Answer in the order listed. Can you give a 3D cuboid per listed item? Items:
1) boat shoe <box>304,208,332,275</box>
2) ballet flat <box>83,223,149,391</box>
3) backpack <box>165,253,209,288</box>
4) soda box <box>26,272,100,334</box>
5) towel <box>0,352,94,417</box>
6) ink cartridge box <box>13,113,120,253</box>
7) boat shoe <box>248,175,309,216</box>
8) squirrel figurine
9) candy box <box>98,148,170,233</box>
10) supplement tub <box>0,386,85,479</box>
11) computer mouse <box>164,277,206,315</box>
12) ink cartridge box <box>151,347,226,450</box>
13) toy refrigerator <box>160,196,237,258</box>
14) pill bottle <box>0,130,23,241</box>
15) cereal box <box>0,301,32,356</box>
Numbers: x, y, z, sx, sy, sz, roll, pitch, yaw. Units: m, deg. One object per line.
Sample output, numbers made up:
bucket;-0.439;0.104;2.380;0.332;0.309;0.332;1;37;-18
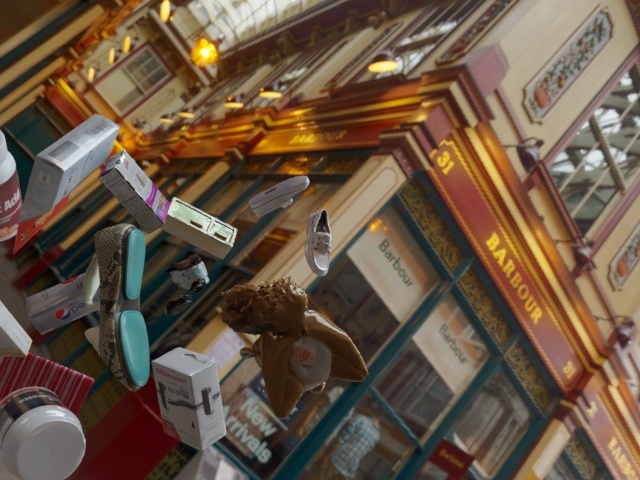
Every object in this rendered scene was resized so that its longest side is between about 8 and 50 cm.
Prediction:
boat shoe;0.000;0.000;2.209;0.098;0.277;0.096;14;-34;-32
ballet flat;-0.598;0.194;1.648;0.164;0.182;0.483;34;49;-75
backpack;-0.520;0.129;2.280;0.182;0.152;0.115;1;-61;60
soda box;-0.779;0.182;1.815;0.098;0.286;0.091;-123;-167;-46
towel;-0.864;0.463;1.749;0.274;0.199;0.031;27;5;-16
ink cartridge box;-0.753;-0.152;1.679;0.091;0.308;0.385;29;-55;-8
boat shoe;-0.153;-0.172;2.240;0.095;0.258;0.084;-90;156;-58
squirrel figurine;-0.114;0.281;1.650;0.397;0.281;0.370;64;-19;-5
candy box;-0.578;-0.154;1.782;0.233;0.071;0.159;56;10;-28
supplement tub;-0.748;0.512;1.501;0.272;0.191;0.191;8;-40;50
computer mouse;-0.391;0.156;1.632;0.242;0.071;0.041;-40;-111;43
ink cartridge box;-0.425;0.508;1.837;0.197;0.114;0.273;7;-71;37
toy refrigerator;-0.454;-0.047;2.122;0.269;0.102;0.094;29;-50;-16
pill bottle;-1.163;-0.195;1.957;0.224;0.224;0.392;39;-42;18
cereal box;-0.714;0.161;1.141;0.173;0.047;0.240;2;-37;1
